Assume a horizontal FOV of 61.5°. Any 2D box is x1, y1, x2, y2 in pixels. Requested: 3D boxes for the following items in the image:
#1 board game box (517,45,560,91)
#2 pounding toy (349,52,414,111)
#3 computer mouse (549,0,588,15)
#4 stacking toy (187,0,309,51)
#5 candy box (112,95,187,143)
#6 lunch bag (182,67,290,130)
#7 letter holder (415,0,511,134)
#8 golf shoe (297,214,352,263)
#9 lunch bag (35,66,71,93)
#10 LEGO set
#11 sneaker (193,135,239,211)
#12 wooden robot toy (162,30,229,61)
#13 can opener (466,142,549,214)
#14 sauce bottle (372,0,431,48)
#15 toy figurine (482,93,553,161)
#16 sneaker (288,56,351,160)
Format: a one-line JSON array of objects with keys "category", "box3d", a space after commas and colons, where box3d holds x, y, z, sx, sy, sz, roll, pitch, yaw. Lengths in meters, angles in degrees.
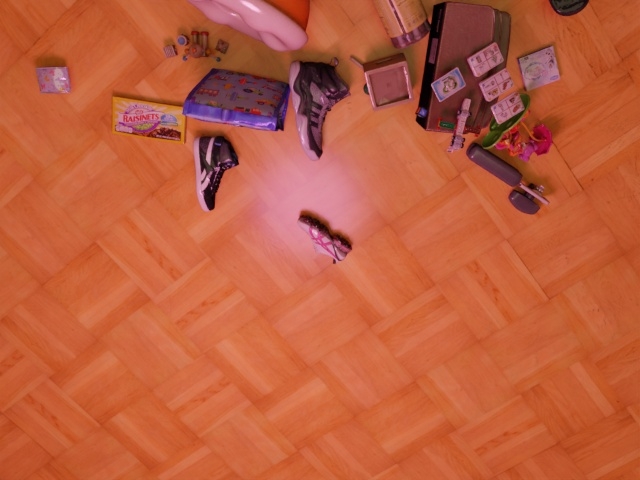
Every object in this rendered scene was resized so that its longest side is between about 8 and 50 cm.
[{"category": "board game box", "box3d": [0.575, -0.452, 1.418, 0.090, 0.020, 0.090, -19, 108, 9]}, {"category": "pounding toy", "box3d": [0.161, -0.427, 1.418, 0.141, 0.100, 0.130, -13, 124, 10]}, {"category": "computer mouse", "box3d": [0.609, -0.693, 1.308, 0.184, 0.060, 0.262, -27, 96, 16]}, {"category": "stacking toy", "box3d": [-0.106, -0.715, 1.218, 0.351, 0.350, 0.479, 24, 98, -6]}, {"category": "candy box", "box3d": [-0.479, -0.337, 1.508, 0.206, 0.027, 0.105, 8, 108, -1]}, {"category": "lunch bag", "box3d": [-0.203, -0.339, 1.352, 0.221, 0.293, 0.138, 11, 110, -1]}, {"category": "letter holder", "box3d": [0.381, -0.431, 1.368, 0.214, 0.152, 0.301, 6, 111, -1]}, {"category": "golf shoe", "box3d": [0.000, 0.000, 1.591, 0.186, 0.067, 0.086, 37, 109, -11]}, {"category": "lunch bag", "box3d": [-0.722, -0.437, 1.469, 0.083, 0.053, 0.071, 1, 109, 13]}, {"category": "LEGO set", "box3d": [0.351, -0.335, 1.310, 0.244, 0.060, 0.182, -33, 108, -2]}, {"category": "sneaker", "box3d": [-0.288, -0.187, 1.527, 0.121, 0.079, 0.216, -2, 109, 5]}, {"category": "wooden robot toy", "box3d": [-0.331, -0.508, 1.409, 0.173, 0.079, 0.076, 1, 111, 2]}, {"category": "can opener", "box3d": [0.519, -0.168, 1.499, 0.280, 0.074, 0.093, 35, 109, -10]}, {"category": "sauce bottle", "box3d": [0.155, -0.639, 1.286, 0.111, 0.111, 0.344, -25, 121, 12]}, {"category": "toy figurine", "box3d": [0.541, -0.273, 1.435, 0.159, 0.130, 0.173, 34, 92, -19]}, {"category": "sneaker", "box3d": [0.009, -0.351, 1.438, 0.153, 0.101, 0.268, -8, 108, 8]}]
